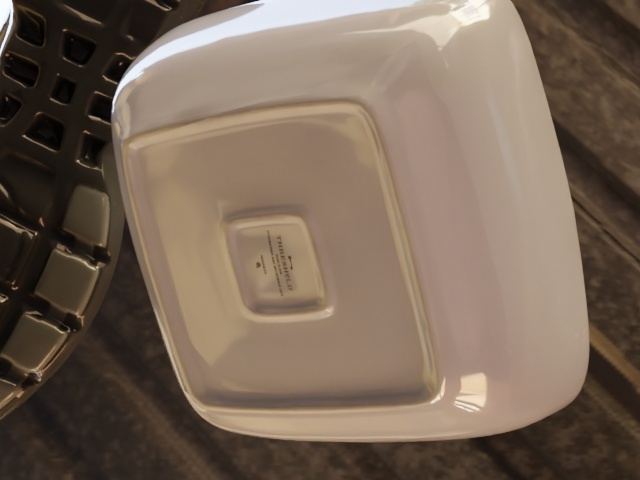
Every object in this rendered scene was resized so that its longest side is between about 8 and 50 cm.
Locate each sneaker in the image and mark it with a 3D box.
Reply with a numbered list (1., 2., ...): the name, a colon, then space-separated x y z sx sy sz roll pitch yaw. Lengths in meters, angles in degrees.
1. sneaker: -0.105 -0.035 0.591 0.101 0.106 0.267 27 -93 4

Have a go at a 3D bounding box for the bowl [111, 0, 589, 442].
1. bowl: 0.000 0.000 0.434 0.142 0.053 0.142 -5 -73 33
